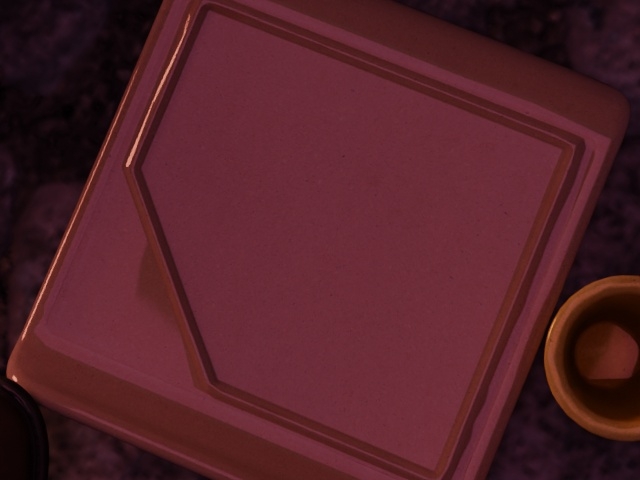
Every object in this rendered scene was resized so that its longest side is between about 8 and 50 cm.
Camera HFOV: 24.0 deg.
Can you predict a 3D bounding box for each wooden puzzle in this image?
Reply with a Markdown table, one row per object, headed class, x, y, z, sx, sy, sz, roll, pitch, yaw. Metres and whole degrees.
| class | x | y | z | sx | sy | sz | roll | pitch | yaw |
| --- | --- | --- | --- | --- | --- | --- | --- | --- | --- |
| wooden puzzle | 0.000 | 0.000 | 0.695 | 0.221 | 0.044 | 0.238 | 22 | 82 | 5 |

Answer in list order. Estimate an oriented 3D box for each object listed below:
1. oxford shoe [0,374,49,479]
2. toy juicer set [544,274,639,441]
| class | x | y | z | sx | sy | sz | roll | pitch | yaw |
| --- | --- | --- | --- | --- | --- | --- | --- | --- | --- |
| oxford shoe | -0.190 | 0.161 | 0.648 | 0.083 | 0.096 | 0.227 | 29 | 93 | 8 |
| toy juicer set | 0.219 | 0.165 | 0.633 | 0.329 | 0.089 | 0.209 | 23 | 88 | 1 |
